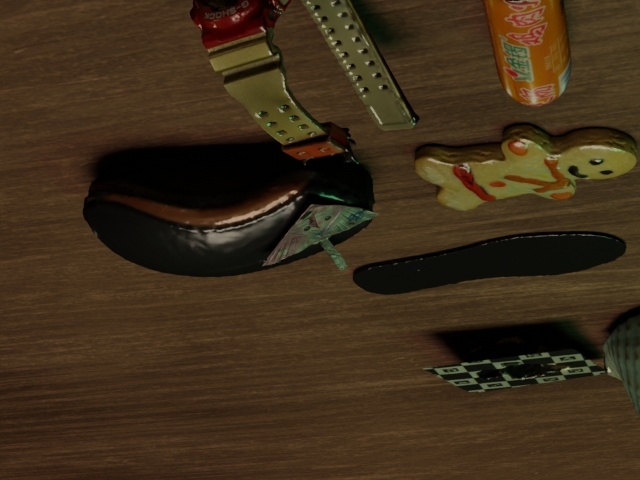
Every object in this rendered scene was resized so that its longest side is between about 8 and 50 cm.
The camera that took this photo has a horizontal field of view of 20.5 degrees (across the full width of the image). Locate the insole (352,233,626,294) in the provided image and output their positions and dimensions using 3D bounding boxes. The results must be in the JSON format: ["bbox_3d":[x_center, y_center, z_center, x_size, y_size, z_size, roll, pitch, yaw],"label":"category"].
[{"bbox_3d":[0.199,0.027,2.137,0.348,0.009,0.119,-10,152,28],"label":"insole"}]

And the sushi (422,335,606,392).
[{"bbox_3d":[0.268,0.160,2.409,0.210,0.040,0.193,-10,161,23],"label":"sushi"}]

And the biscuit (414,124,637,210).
[{"bbox_3d":[0.218,-0.077,1.860,0.234,0.030,0.153,-7,157,23],"label":"biscuit"}]

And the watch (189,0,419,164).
[{"bbox_3d":[-0.005,-0.146,1.520,0.102,0.164,0.268,-12,132,31],"label":"watch"}]

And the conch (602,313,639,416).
[{"bbox_3d":[0.528,0.207,2.279,0.319,0.215,0.303,-2,146,9],"label":"conch"}]

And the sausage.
[{"bbox_3d":[0.184,-0.182,1.558,0.071,0.071,0.234,-2,156,12],"label":"sausage"}]

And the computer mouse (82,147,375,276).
[{"bbox_3d":[-0.101,-0.022,1.924,0.323,0.116,0.183,-3,161,13],"label":"computer mouse"}]

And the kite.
[{"bbox_3d":[0.000,0.001,1.879,0.137,0.005,0.152,-23,148,-4],"label":"kite"}]
